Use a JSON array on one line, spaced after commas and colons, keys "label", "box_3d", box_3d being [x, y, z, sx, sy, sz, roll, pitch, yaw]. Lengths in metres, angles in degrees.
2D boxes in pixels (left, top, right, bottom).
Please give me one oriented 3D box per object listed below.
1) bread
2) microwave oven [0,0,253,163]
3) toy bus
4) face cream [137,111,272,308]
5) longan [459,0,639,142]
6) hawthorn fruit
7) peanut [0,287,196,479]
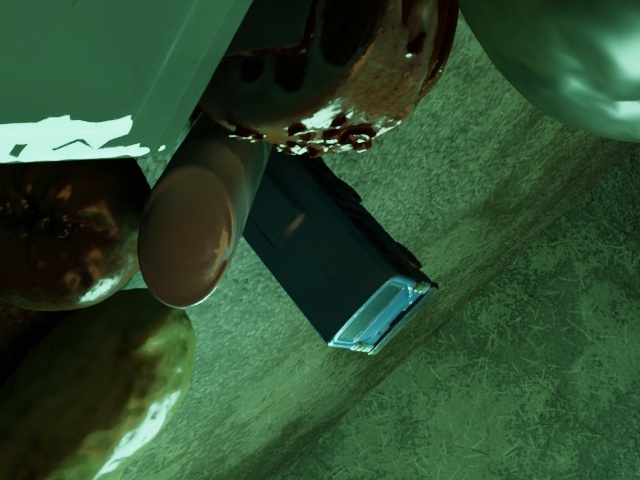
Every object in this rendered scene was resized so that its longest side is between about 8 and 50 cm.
[{"label": "bread", "box_3d": [-0.010, -0.167, 0.589, 0.224, 0.212, 0.142, -51, 154, 19]}, {"label": "microwave oven", "box_3d": [-0.124, -0.199, 0.356, 0.237, 0.181, 0.295, -10, 142, -53]}, {"label": "toy bus", "box_3d": [0.000, 0.000, 0.917, 0.116, 0.234, 0.133, -49, 151, 15]}, {"label": "face cream", "box_3d": [-0.083, -0.051, 0.681, 0.269, 0.073, 0.107, -86, -172, -67]}, {"label": "longan", "box_3d": [0.292, -0.278, 0.655, 0.404, 0.404, 0.436, -37, -167, -14]}, {"label": "hawthorn fruit", "box_3d": [-0.199, -0.012, 0.664, 0.149, 0.149, 0.189, -36, 173, -16]}, {"label": "peanut", "box_3d": [-0.269, 0.207, 0.918, 0.387, 0.169, 0.192, -49, 164, 15]}]
